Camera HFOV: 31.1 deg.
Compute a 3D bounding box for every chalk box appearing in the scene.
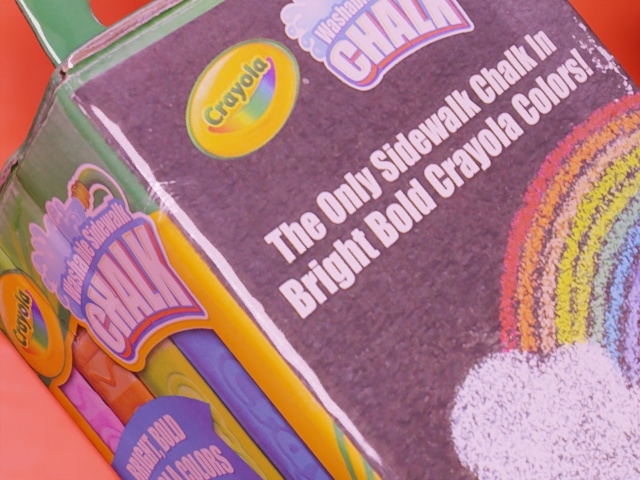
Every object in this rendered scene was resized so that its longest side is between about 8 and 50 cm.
[{"bbox_3d":[0.000,0.000,0.417,0.180,0.179,0.289,-37,88,-32],"label":"chalk box"}]
